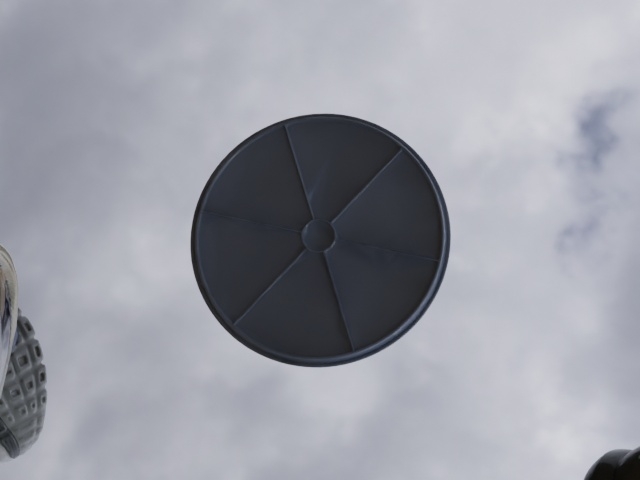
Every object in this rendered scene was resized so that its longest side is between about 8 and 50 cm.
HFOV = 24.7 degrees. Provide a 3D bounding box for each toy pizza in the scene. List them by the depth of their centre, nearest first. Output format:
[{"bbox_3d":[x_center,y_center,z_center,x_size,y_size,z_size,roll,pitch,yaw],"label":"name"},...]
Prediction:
[{"bbox_3d":[0.000,0.000,1.126,0.201,0.032,0.201,-2,-105,6],"label":"toy pizza"}]

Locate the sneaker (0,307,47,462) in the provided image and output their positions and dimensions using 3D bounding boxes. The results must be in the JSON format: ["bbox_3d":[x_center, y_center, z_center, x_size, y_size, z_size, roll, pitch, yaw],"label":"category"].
[{"bbox_3d":[-0.342,0.075,1.223,0.297,0.111,0.129,47,-60,15],"label":"sneaker"}]

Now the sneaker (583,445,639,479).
[{"bbox_3d":[0.233,0.236,0.829,0.106,0.101,0.267,-33,-113,40],"label":"sneaker"}]

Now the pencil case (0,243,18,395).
[{"bbox_3d":[-0.360,0.053,0.691,0.160,0.410,0.184,-32,132,-84],"label":"pencil case"}]
